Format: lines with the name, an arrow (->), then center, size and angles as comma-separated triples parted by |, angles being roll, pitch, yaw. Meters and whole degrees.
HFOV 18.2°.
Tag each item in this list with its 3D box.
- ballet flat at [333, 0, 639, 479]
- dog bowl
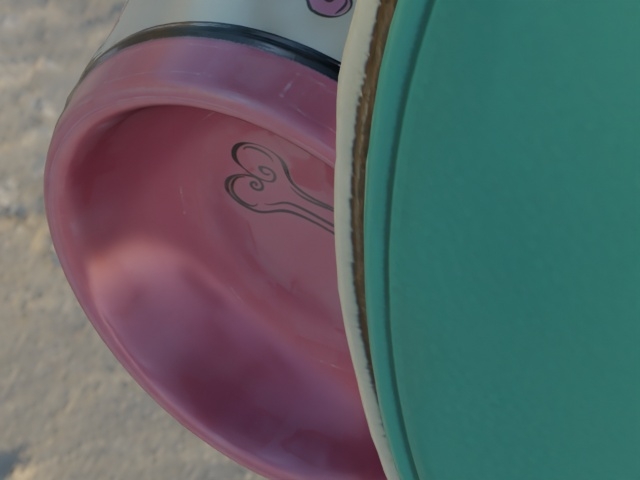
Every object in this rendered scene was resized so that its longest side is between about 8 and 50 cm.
ballet flat -> 0.095, 0.062, 0.443 | 0.139, 0.400, 0.139 | -10, 27, 5
dog bowl -> 0.000, 0.000, 1.265 | 0.408, 0.408, 0.150 | 36, 54, 6
